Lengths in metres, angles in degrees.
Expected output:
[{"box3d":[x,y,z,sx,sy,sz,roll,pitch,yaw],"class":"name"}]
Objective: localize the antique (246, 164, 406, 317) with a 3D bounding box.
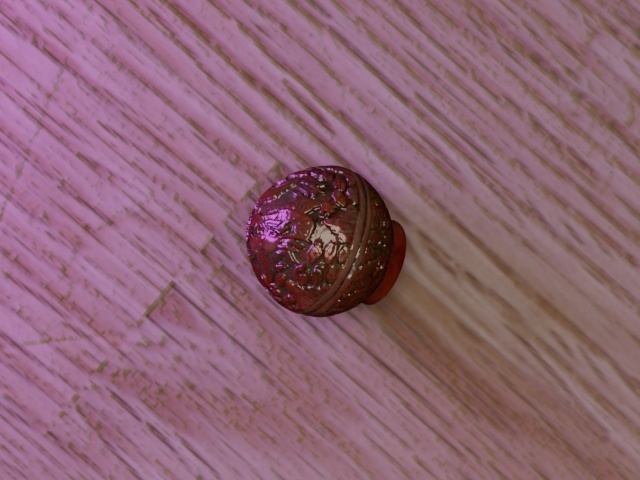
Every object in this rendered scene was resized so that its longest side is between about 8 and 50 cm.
[{"box3d":[0.000,0.000,0.837,0.104,0.104,0.104,0,91,4],"class":"antique"}]
